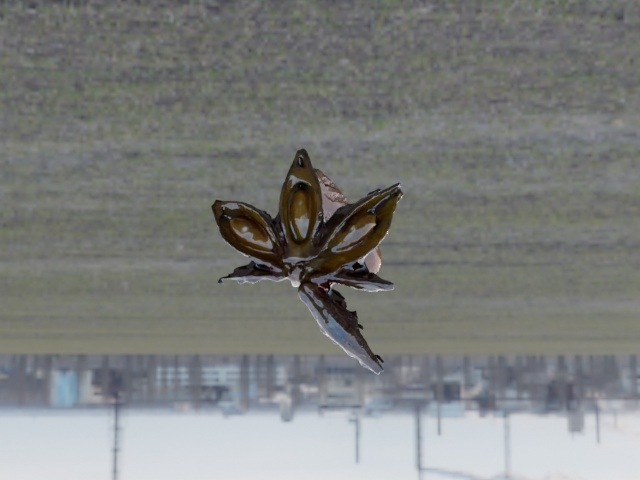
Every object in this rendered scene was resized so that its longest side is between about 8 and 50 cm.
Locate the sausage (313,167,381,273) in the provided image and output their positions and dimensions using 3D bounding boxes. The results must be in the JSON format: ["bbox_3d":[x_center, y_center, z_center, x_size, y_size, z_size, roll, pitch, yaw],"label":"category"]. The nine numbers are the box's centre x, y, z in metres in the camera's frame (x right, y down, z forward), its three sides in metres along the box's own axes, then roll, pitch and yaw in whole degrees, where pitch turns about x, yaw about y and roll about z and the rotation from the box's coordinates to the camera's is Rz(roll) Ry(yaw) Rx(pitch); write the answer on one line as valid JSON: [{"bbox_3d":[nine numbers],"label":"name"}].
[{"bbox_3d":[0.024,-0.022,1.262,0.042,0.158,0.036,-32,-156,13],"label":"sausage"}]

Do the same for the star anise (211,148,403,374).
[{"bbox_3d":[-0.001,-0.001,0.944,0.212,0.157,0.053,30,178,18],"label":"star anise"}]
